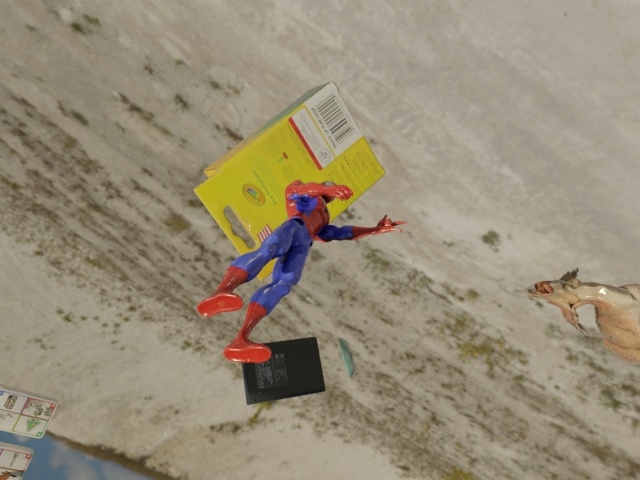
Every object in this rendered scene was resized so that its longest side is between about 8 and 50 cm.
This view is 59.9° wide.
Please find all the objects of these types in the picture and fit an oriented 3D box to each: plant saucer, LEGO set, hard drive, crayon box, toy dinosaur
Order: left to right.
[{"bbox_3d":[-0.469,0.238,0.646,0.244,0.183,0.060,29,167,-35],"label":"LEGO set"},{"bbox_3d":[-0.062,0.215,0.926,0.135,0.094,0.022,-3,162,-24],"label":"hard drive"},{"bbox_3d":[-0.056,-0.107,0.980,0.202,0.318,0.081,57,158,-21],"label":"crayon box"},{"bbox_3d":[0.080,0.333,1.592,0.119,0.021,0.120,-18,-90,-85],"label":"plant saucer"},{"bbox_3d":[0.475,0.134,0.870,0.200,0.127,0.296,-23,109,47],"label":"toy dinosaur"}]

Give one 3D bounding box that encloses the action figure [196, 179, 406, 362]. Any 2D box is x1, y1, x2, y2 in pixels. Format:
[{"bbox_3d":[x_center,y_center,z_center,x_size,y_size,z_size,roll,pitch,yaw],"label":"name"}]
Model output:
[{"bbox_3d":[0.000,0.000,0.582,0.139,0.280,0.092,-11,118,23],"label":"action figure"}]
